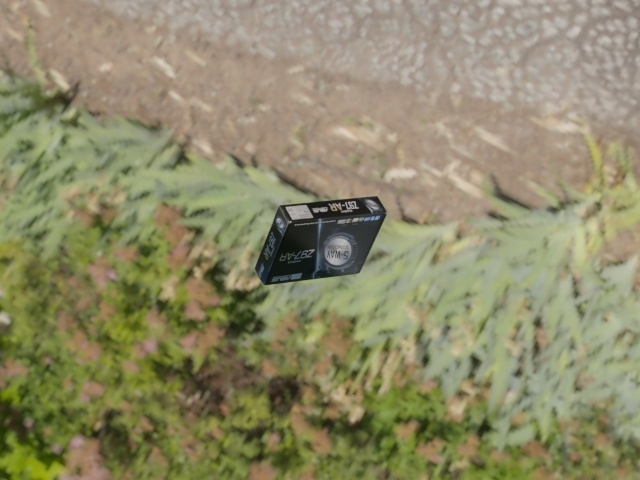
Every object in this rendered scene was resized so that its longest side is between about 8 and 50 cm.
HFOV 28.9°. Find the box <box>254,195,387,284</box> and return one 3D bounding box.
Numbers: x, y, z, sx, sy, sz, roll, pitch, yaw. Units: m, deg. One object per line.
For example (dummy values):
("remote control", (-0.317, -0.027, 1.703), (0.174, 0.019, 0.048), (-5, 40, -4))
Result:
("box", (0.000, 0.000, 0.901), (0.018, 0.083, 0.067), (60, 142, 35))
